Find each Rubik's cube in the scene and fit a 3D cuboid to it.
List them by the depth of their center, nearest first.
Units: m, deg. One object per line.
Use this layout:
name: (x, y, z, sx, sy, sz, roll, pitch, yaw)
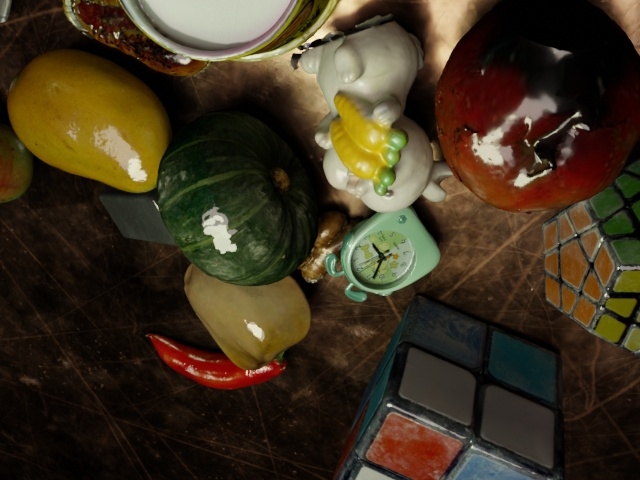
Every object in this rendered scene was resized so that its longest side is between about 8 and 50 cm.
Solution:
Rubik's cube: (0.489, 0.027, 1.025, 0.264, 0.319, 0.319, -2, 125, 51)
Rubik's cube: (0.235, 0.344, 1.279, 0.313, 0.318, 0.316, 24, 125, 3)

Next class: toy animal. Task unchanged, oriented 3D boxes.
toy animal: (0.087, -0.171, 1.050, 0.183, 0.247, 0.310, -11, 108, 33)

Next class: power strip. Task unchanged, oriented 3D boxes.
power strip: (-0.311, -0.053, 1.275, 0.257, 0.070, 0.105, 8, 132, 52)

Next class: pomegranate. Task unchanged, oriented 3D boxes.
pomegranate: (-0.631, -0.174, 1.317, 0.180, 0.180, 0.209, 1, 86, 16)

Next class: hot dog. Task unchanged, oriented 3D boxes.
hot dog: (-0.291, -0.366, 1.126, 0.270, 0.082, 0.162, 22, 124, 4)

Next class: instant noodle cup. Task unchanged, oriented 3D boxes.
instant noodle cup: (-0.127, -0.382, 0.921, 0.325, 0.254, 0.325, 2, 113, 4)

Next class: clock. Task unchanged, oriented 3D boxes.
clock: (0.105, 0.022, 1.227, 0.188, 0.060, 0.148, -32, 116, 8)

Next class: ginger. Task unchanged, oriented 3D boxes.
ginger: (0.000, 0.000, 1.279, 0.103, 0.073, 0.162, 34, 114, -26)

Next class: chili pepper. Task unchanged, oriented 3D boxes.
chili pepper: (-0.207, 0.259, 1.500, 0.368, 0.092, 0.137, -6, 109, 18)

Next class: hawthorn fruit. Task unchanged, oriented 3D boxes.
hawthorn fruit: (0.293, -0.187, 0.937, 0.316, 0.316, 0.316, 8, 124, 12)

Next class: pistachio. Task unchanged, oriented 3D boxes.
pistachio: (-0.145, 0.118, 1.354, 0.260, 0.163, 0.213, 44, 104, 3)

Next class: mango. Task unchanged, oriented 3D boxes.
mango: (-0.385, -0.202, 1.186, 0.317, 0.173, 0.211, 29, 105, 11)

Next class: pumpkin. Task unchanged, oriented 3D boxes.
pumpkin: (-0.136, -0.062, 1.144, 0.207, 0.300, 0.300, -29, 110, 24)

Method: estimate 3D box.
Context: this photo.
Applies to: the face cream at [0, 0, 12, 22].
face cream: (-0.498, -0.488, 1.115, 0.144, 0.071, 0.291, 31, 125, -2)
